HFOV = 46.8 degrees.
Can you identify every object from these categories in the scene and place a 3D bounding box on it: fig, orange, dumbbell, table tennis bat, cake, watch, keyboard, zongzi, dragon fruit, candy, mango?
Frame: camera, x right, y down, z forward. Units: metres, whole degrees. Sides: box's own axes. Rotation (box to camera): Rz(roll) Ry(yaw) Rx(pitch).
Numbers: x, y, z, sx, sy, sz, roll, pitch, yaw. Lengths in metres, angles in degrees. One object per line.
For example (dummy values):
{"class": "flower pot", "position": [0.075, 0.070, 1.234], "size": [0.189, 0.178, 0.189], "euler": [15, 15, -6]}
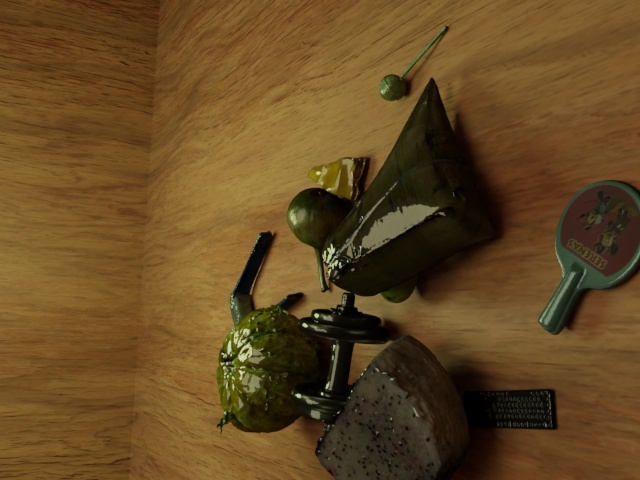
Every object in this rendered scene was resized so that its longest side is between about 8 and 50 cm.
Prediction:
{"class": "fig", "position": [0.000, 0.000, 1.730], "size": [0.149, 0.149, 0.245], "euler": [-140, 41, -57]}
{"class": "orange", "position": [-0.122, 0.309, 1.759], "size": [0.300, 0.223, 0.301], "euler": [-52, 37, 28]}
{"class": "dumbbell", "position": [0.040, 0.249, 1.497], "size": [0.192, 0.192, 0.289], "euler": [8, 91, 62]}
{"class": "table tennis bat", "position": [0.385, 0.029, 1.067], "size": [0.153, 0.040, 0.244], "euler": [51, 124, 52]}
{"class": "cake", "position": [0.036, -0.168, 1.706], "size": [0.185, 0.080, 0.116], "euler": [-123, 44, -55]}
{"class": "watch", "position": [-0.155, 0.161, 2.022], "size": [0.274, 0.068, 0.276], "euler": [-61, 35, 28]}
{"class": "keyboard", "position": [0.299, 0.273, 1.195], "size": [0.204, 0.013, 0.061], "euler": [-22, 65, 59]}
{"class": "zongzi", "position": [0.131, -0.098, 1.380], "size": [0.323, 0.160, 0.360], "euler": [-29, 54, 30]}
{"class": "dragon fruit", "position": [0.154, 0.318, 1.277], "size": [0.221, 0.204, 0.282], "euler": [41, 127, 24]}
{"class": "candy", "position": [0.190, -0.360, 1.497], "size": [0.202, 0.061, 0.061], "euler": [-46, 45, 38]}
{"class": "mango", "position": [0.150, 0.049, 1.455], "size": [0.091, 0.074, 0.165], "euler": [-19, 47, 25]}
